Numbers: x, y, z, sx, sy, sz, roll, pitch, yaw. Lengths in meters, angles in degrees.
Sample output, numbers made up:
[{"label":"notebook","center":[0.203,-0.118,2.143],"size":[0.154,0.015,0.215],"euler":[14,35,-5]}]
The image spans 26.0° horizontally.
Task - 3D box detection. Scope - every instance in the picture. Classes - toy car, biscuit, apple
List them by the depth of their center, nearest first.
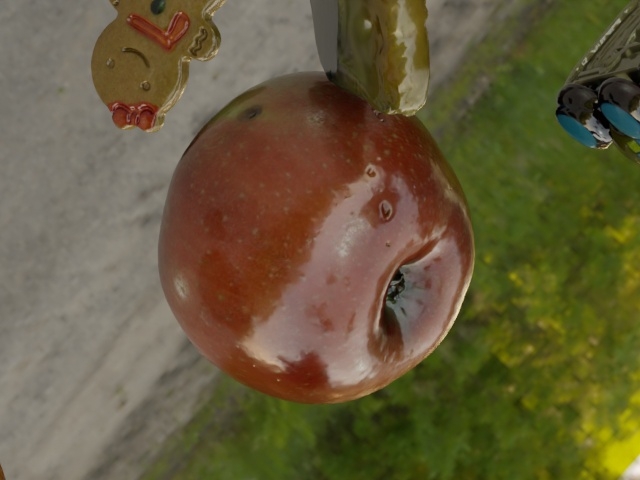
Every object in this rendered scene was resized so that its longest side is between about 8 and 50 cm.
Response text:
[{"label":"toy car","center":[0.331,-0.119,1.115],"size":[0.204,0.198,0.248],"euler":[-50,-169,-9]},{"label":"biscuit","center":[0.031,-0.268,1.324],"size":[0.078,0.329,0.335],"euler":[-6,178,-9]},{"label":"apple","center":[0.000,0.000,1.435],"size":[0.348,0.277,0.349],"euler":[-30,134,-38]},{"label":"biscuit","center":[-0.192,-0.235,1.587],"size":[0.225,0.166,0.036],"euler":[-59,158,14]}]

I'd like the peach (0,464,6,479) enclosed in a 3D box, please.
[{"label":"peach","center":[-0.457,0.229,1.237],"size":[0.370,0.370,0.370],"euler":[-43,164,-16]}]
